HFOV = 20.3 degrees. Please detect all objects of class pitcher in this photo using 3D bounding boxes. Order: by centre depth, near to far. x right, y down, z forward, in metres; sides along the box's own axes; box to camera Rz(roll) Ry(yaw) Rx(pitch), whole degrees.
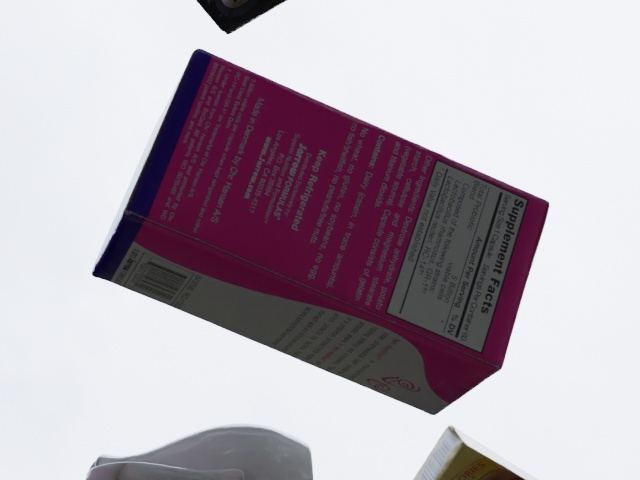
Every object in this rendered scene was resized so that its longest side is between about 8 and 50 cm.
[{"bbox_3d":[-0.109,0.225,1.615,0.207,0.125,0.178,-2,-16,-5],"label":"pitcher"}]

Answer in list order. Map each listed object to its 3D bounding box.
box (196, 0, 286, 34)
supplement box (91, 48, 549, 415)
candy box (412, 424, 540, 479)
[{"bbox_3d":[-0.086,-0.258,1.230,0.077,0.147,0.180,-28,-53,19],"label":"box"},{"bbox_3d":[0.000,0.000,1.005,0.220,0.114,0.111,24,-24,-8],"label":"supplement box"},{"bbox_3d":[0.089,0.240,1.276,0.109,0.053,0.187,32,-87,-13],"label":"candy box"}]
